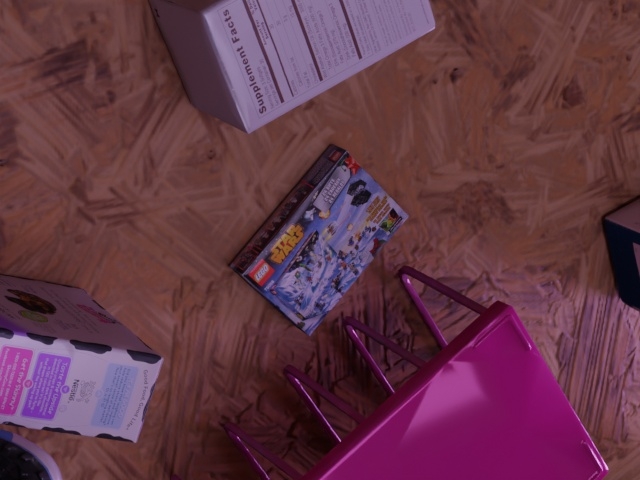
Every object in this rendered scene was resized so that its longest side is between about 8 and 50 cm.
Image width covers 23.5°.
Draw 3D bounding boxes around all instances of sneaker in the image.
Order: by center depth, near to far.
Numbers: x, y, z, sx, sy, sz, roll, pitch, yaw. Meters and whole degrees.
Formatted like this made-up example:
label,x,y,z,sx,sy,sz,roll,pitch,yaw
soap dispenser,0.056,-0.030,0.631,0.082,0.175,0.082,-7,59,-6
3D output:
label,x,y,z,sx,sy,sz,roll,pitch,yaw
sneaker,-0.260,0.165,1.095,0.086,0.237,0.085,-17,98,-49

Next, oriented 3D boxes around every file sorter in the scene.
label,x,y,z,sx,sy,sz,roll,pitch,yaw
file sorter,0.049,0.193,1.301,0.291,0.182,0.202,-41,121,-13

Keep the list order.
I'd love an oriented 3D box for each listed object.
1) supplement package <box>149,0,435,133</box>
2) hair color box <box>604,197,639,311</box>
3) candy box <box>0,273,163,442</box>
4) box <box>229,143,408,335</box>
label,x,y,z,sx,sy,sz,roll,pitch,yaw
supplement package,-0.022,-0.176,1.182,0.179,0.105,0.105,-31,119,-18
hair color box,0.464,-0.031,1.470,0.347,0.174,0.105,-28,119,-19
candy box,-0.237,0.074,1.105,0.196,0.165,0.070,13,99,-32
box,0.000,0.000,1.300,0.137,0.027,0.094,-50,125,-7
